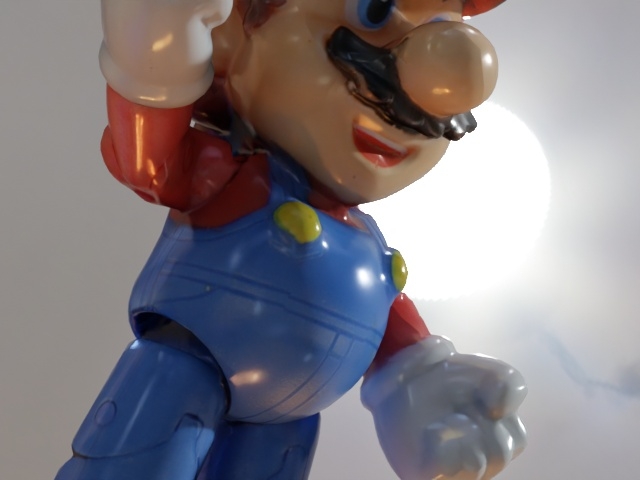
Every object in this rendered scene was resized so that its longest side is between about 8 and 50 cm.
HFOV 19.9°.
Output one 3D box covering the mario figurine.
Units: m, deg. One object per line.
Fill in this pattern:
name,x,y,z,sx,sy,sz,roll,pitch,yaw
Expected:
mario figurine,0.000,0.000,0.644,0.170,0.198,0.321,14,-97,10
